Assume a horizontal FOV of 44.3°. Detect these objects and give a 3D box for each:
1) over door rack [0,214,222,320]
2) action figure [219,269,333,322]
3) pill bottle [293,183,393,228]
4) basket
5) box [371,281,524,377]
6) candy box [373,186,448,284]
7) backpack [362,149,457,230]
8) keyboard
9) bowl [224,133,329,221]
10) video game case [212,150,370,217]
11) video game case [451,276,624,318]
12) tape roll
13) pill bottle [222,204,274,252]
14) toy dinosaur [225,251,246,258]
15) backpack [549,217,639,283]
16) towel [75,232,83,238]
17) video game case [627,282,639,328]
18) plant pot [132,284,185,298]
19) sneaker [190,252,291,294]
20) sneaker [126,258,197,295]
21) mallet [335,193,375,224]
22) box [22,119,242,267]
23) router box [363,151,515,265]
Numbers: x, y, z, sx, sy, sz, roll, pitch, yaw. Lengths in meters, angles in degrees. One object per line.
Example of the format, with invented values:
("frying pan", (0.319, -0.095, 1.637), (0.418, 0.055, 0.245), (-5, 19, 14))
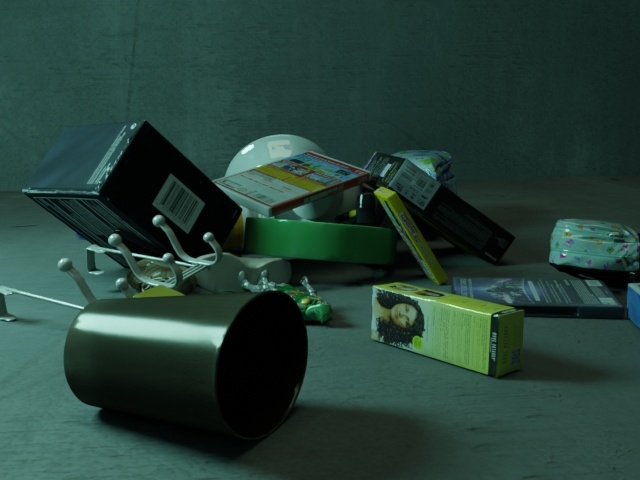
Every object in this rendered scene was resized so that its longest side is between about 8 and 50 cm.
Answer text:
("over door rack", (-0.363, 0.043, 1.314), (0.324, 0.108, 0.239), (-4, 17, 32))
("action figure", (-0.054, 0.097, 1.331), (0.137, 0.063, 0.232), (-4, 14, -37))
("pill bottle", (0.056, -0.096, 1.922), (0.169, 0.169, 0.302), (6, -3, 33))
("basket", (-0.158, 0.132, 0.888), (0.227, 0.154, 0.204), (0, 8, 26))
("box", (0.170, 0.119, 1.100), (0.058, 0.087, 0.232), (-7, 10, -41))
("candy box", (0.177, -0.011, 1.545), (0.027, 0.205, 0.105), (-33, 13, -1))
("backpack", (0.253, -0.138, 2.197), (0.290, 0.273, 0.356), (-3, -5, 29))
("keyboard", (-0.318, 0.046, 1.508), (0.192, 0.038, 0.100), (30, -21, -10))
("bowl", (-0.096, -0.114, 2.024), (0.298, 0.297, 0.134), (-2, 34, -9))
("video game case", (-0.063, -0.126, 1.675), (0.285, 0.025, 0.204), (-22, 33, -37))
("video game case", (0.369, 0.097, 1.379), (0.274, 0.026, 0.196), (0, 10, 9))
("tape roll", (0.000, 0.000, 1.654), (0.321, 0.077, 0.321), (4, 1, 0))
("pill bottle", (-0.240, -0.038, 1.877), (0.246, 0.136, 0.136), (-5, 11, -21))
("toy dinosaur", (-0.171, 0.046, 1.609), (0.212, 0.064, 0.112), (0, 9, 2))
("backpack", (0.527, 0.019, 1.488), (0.182, 0.115, 0.152), (8, -2, 12))
("towel", (-0.481, -0.039, 2.192), (0.243, 0.040, 0.336), (6, 12, 29))
("video game case", (0.600, 0.119, 1.127), (0.244, 0.061, 0.269), (-1, 10, 7))
("plant pot", (-0.223, 0.121, 1.153), (0.083, 0.081, 0.081), (15, 14, 17))
("sneaker", (-0.165, 0.063, 1.504), (0.212, 0.080, 0.094), (4, 1, -38))
("sneaker", (-0.310, 0.077, 1.442), (0.188, 0.066, 0.071), (-3, 24, 42))
("mallet", (0.068, -0.064, 1.635), (0.039, 0.062, 0.190), (5, 0, -18))
("box", (-0.374, -0.082, 1.573), (0.294, 0.182, 0.296), (4, -31, 43))
("router box", (0.252, -0.076, 1.761), (0.309, 0.081, 0.243), (34, 2, -15))
